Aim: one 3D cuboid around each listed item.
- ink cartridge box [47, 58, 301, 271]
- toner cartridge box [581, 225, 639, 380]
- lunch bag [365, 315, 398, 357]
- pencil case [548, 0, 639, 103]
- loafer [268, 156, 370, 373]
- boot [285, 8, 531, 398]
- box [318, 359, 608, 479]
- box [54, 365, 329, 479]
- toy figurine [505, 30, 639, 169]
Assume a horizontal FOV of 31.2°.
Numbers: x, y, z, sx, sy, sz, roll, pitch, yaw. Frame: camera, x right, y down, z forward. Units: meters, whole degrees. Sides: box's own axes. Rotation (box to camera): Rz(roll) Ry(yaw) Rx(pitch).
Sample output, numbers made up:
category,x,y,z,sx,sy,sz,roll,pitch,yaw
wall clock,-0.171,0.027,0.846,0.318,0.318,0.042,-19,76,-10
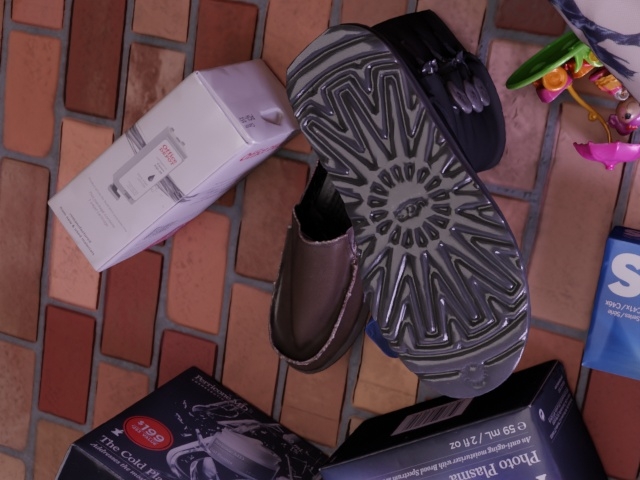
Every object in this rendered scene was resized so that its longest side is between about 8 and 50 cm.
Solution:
category,x,y,z,sx,sy,sz,roll,pitch,yaw
ink cartridge box,-0.177,-0.101,1.473,0.283,0.207,0.117,-37,88,24
toner cartridge box,0.490,0.102,1.314,0.348,0.075,0.165,12,107,19
lunch bag,0.112,0.096,1.474,0.098,0.065,0.067,-31,109,27
pencil case,0.363,-0.246,1.190,0.410,0.160,0.183,45,84,-9
loafer,0.000,0.000,1.453,0.134,0.130,0.366,25,107,32
boot,0.130,-0.067,1.228,0.146,0.445,0.367,-21,95,15
box,0.205,0.348,1.430,0.296,0.183,0.294,-23,94,25
box,-0.140,0.366,1.503,0.343,0.312,0.179,32,111,13
toy figurine,0.329,-0.166,1.322,0.173,0.130,0.159,-37,100,1
